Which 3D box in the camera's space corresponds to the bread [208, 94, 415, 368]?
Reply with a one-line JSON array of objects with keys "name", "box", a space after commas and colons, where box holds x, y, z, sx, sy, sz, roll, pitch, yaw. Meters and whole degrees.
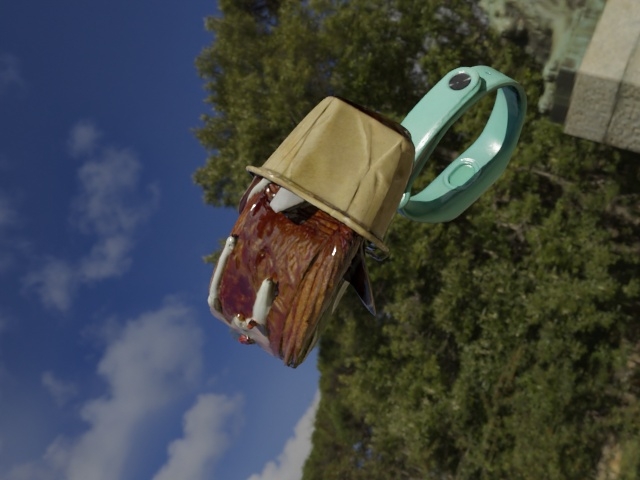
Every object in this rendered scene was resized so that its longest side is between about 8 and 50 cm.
[{"name": "bread", "box": [0.000, 0.000, 0.591, 0.211, 0.143, 0.224, -62, -6, -2]}]

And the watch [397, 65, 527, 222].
[{"name": "watch", "box": [0.172, -0.116, 0.916, 0.237, 0.068, 0.195, -42, -35, -4]}]
